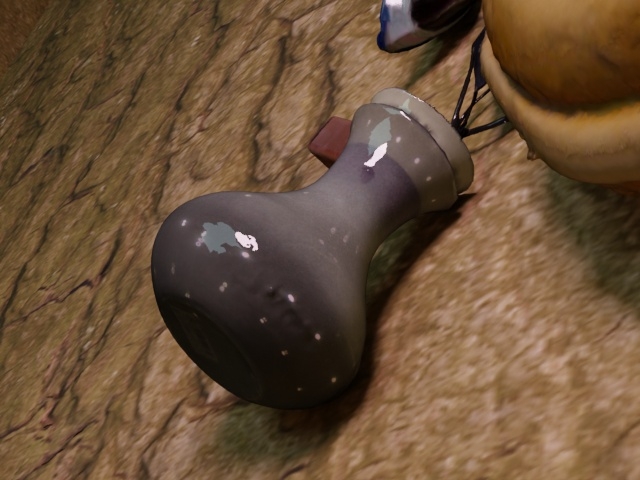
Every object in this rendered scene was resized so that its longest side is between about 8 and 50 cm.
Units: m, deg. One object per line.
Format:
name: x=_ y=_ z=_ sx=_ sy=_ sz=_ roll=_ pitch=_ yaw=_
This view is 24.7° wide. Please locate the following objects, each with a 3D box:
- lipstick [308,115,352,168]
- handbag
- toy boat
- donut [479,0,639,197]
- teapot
lipstick: x=0.038 y=-0.077 z=1.313 sx=0.045 sy=0.045 sz=0.145 roll=-48 pitch=23 yaw=-5
handbag: x=0.152 y=-0.136 z=1.194 sx=0.139 sy=0.072 sz=0.115 roll=-51 pitch=20 yaw=28
toy boat: x=0.092 y=-0.274 z=1.443 sx=0.115 sy=0.114 sz=0.262 roll=-22 pitch=35 yaw=24
donut: x=0.272 y=-0.203 z=0.895 sx=0.449 sy=0.198 sz=0.449 roll=-39 pitch=23 yaw=19
teapot: x=0.000 y=0.000 z=1.110 sx=0.251 sy=0.183 sz=0.183 roll=-45 pitch=19 yaw=-26
